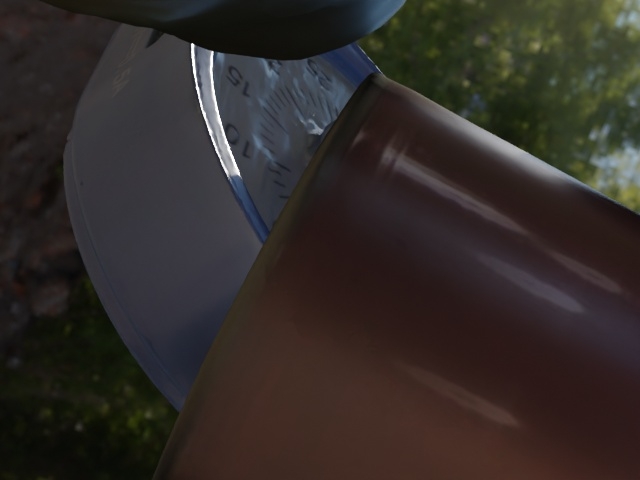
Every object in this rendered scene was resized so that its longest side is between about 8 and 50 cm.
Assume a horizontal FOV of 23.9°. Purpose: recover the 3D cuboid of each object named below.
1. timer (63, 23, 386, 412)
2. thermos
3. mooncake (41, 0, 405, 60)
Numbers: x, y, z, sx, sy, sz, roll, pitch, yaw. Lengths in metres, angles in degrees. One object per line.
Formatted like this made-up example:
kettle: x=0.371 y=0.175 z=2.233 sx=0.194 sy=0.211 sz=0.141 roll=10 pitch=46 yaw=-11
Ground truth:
timer: x=0.000 y=0.000 z=1.049 sx=0.173 sy=0.395 sz=0.395 roll=-31 pitch=-152 yaw=25
thermos: x=0.092 y=0.088 z=0.430 sx=0.176 sy=0.265 sz=0.146 roll=-62 pitch=178 yaw=16
mooncake: x=-0.046 y=-0.327 z=0.753 sx=0.467 sy=0.467 sz=0.262 roll=-69 pitch=167 yaw=8
